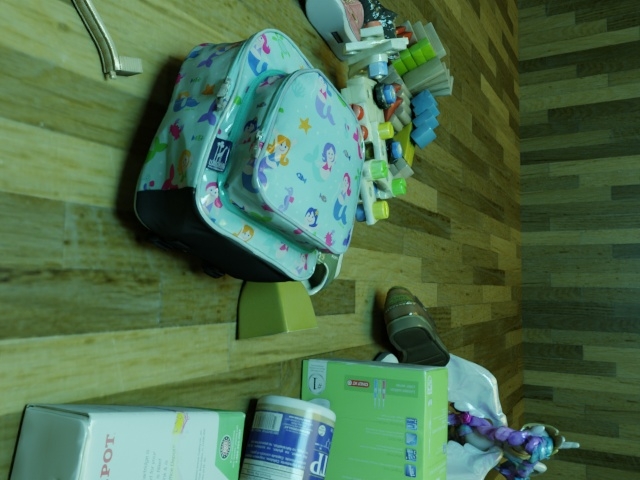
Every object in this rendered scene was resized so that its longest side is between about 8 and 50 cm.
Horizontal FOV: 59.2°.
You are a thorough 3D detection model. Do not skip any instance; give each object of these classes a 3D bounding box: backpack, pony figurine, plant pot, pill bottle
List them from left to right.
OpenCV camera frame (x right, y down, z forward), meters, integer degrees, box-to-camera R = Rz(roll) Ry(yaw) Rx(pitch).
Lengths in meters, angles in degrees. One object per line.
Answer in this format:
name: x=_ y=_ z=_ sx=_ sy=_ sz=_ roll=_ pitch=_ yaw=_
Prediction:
backpack: x=-0.063 y=-0.099 z=0.630 sx=0.225 sy=0.190 sz=0.254 roll=38 pitch=53 yaw=-51
plant pot: x=-0.061 y=0.086 z=0.763 sx=0.081 sy=0.081 sz=0.084 roll=7 pitch=73 yaw=-60
pill bottle: x=-0.050 y=0.307 z=0.734 sx=0.112 sy=0.111 sz=0.187 roll=45 pitch=51 yaw=-51
pony figurine: x=0.391 y=0.461 z=1.339 sx=0.363 sy=0.350 sz=0.303 roll=72 pitch=32 yaw=-63

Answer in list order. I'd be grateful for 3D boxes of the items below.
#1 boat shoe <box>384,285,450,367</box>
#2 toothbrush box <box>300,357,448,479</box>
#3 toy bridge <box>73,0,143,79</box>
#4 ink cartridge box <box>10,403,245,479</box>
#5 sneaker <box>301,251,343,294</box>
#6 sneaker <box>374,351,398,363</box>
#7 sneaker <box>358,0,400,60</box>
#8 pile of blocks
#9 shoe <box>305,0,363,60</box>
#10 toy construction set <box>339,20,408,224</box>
boat shoe: x=0.203 y=0.195 z=1.189 sx=0.307 sy=0.110 sz=0.105 roll=65 pitch=11 yaw=-55
toothbrush box: x=0.080 y=0.331 z=0.869 sx=0.122 sy=0.206 sz=0.284 roll=20 pitch=71 yaw=-59
toy bridge: x=-0.217 y=-0.255 z=0.555 sx=0.063 sy=0.026 sz=0.188 roll=-16 pitch=103 yaw=-57
ink cartridge box: x=-0.176 y=0.238 z=0.535 sx=0.212 sy=0.093 sz=0.155 roll=28 pitch=63 yaw=-59
sneaker: x=0.000 y=0.000 z=0.853 sx=0.086 sy=0.064 sz=0.192 roll=-43 pitch=146 yaw=-50
sneaker: x=0.144 y=0.324 z=1.044 sx=0.270 sy=0.144 sz=0.090 roll=-57 pitch=136 yaw=-45
sneaker: x=0.105 y=-0.428 z=1.069 sx=0.051 sy=0.089 sz=0.170 roll=-133 pitch=-143 yaw=-71
pile of blocks: x=0.176 y=-0.300 z=1.133 sx=0.112 sy=0.148 sz=0.363 roll=31 pitch=62 yaw=-57
shoe: x=0.027 y=-0.392 z=0.965 sx=0.178 sy=0.063 sz=0.081 roll=39 pitch=54 yaw=-60
toy construction set: x=0.071 y=-0.191 z=0.956 sx=0.215 sy=0.151 sz=0.328 roll=-14 pitch=112 yaw=-62
